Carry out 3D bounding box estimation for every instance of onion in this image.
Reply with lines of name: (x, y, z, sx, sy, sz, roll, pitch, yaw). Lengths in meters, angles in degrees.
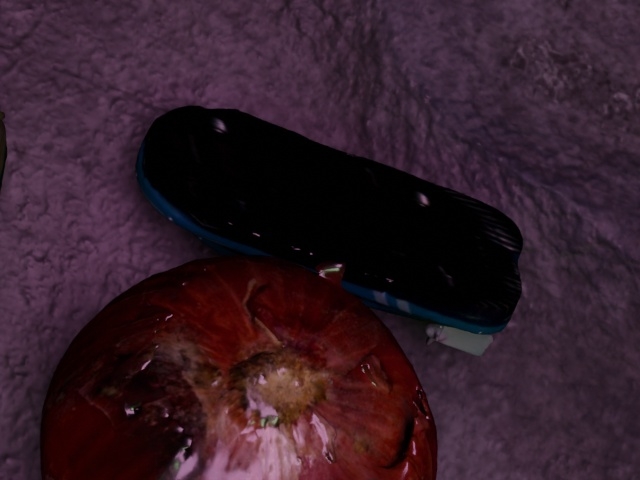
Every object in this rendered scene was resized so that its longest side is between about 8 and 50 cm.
onion: (-0.054, 0.146, 1.038, 0.276, 0.276, 0.276, 3, 81, -17)

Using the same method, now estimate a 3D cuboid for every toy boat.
toy boat: (0.000, 0.000, 1.160, 0.298, 0.092, 0.134, 20, 42, -6)

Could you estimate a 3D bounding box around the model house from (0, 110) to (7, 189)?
model house: (-0.396, 0.028, 0.919, 0.342, 0.334, 0.382, 10, 78, -5)
